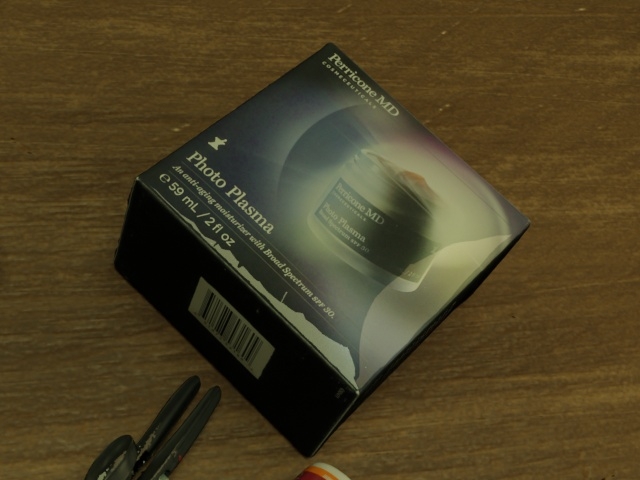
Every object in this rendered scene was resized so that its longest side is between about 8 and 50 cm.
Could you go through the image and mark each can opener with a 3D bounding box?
[{"bbox_3d":[-0.153,0.198,1.023,0.059,0.073,0.186,34,46,13],"label":"can opener"}]

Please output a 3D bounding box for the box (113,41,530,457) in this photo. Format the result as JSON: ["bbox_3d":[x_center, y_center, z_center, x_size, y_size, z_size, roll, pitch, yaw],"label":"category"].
[{"bbox_3d":[0.000,0.000,1.117,0.296,0.183,0.294,43,56,9],"label":"box"}]

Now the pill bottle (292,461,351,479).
[{"bbox_3d":[-0.030,0.282,0.994,0.086,0.086,0.152,46,58,12],"label":"pill bottle"}]
